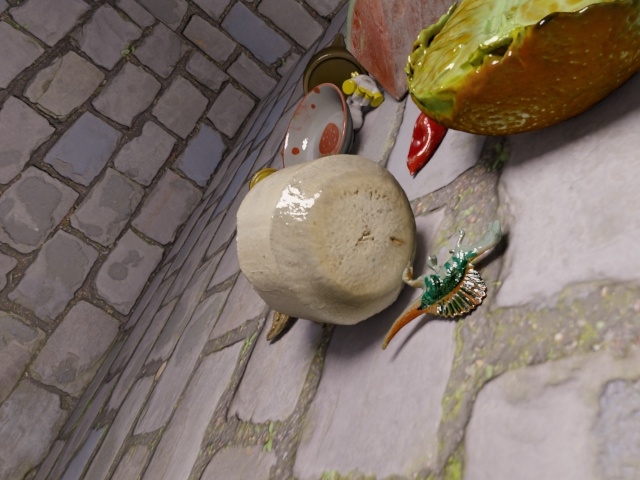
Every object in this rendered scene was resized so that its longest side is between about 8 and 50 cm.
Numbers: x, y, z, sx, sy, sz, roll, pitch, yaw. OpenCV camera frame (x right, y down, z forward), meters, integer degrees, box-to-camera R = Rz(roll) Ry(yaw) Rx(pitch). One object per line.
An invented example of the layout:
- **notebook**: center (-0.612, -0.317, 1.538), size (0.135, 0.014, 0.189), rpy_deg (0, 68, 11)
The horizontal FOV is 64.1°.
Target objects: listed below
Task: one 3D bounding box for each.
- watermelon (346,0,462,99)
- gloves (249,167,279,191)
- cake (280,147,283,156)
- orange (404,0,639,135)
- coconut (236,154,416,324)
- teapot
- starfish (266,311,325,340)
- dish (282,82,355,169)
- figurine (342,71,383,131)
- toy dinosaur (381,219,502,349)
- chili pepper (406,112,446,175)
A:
- **watermelon**: center (0.150, -0.501, 1.204), size (0.283, 0.250, 0.292), rpy_deg (-37, 23, 50)
- **gloves**: center (-0.095, -0.123, 1.363), size (0.133, 0.116, 0.294), rpy_deg (-61, 26, 1)
- **cake**: center (-0.096, -0.307, 1.722), size (0.084, 0.044, 0.084), rpy_deg (-44, 24, 25)
- **orange**: center (0.269, -0.261, 0.619), size (0.334, 0.196, 0.262), rpy_deg (-36, 41, 50)
- **coconut**: center (0.000, 0.000, 0.745), size (0.266, 0.237, 0.237), rpy_deg (3, 59, 60)
- **teapot**: center (0.043, -0.441, 1.446), size (0.175, 0.186, 0.267), rpy_deg (-85, 1, -60)
- **starfish**: center (-0.034, 0.088, 0.956), size (0.235, 0.062, 0.277), rpy_deg (-52, 24, 22)
- **dish**: center (0.011, -0.246, 1.258), size (0.260, 0.085, 0.260), rpy_deg (-22, 62, 49)
- **figurine**: center (0.085, -0.343, 1.329), size (0.129, 0.109, 0.178), rpy_deg (-104, 31, -57)
- **toy dinosaur**: center (0.147, 0.057, 0.604), size (0.106, 0.044, 0.187), rpy_deg (12, 65, 52)
- **chili pepper**: center (0.191, -0.199, 0.899), size (0.059, 0.050, 0.191), rpy_deg (12, 74, 51)
